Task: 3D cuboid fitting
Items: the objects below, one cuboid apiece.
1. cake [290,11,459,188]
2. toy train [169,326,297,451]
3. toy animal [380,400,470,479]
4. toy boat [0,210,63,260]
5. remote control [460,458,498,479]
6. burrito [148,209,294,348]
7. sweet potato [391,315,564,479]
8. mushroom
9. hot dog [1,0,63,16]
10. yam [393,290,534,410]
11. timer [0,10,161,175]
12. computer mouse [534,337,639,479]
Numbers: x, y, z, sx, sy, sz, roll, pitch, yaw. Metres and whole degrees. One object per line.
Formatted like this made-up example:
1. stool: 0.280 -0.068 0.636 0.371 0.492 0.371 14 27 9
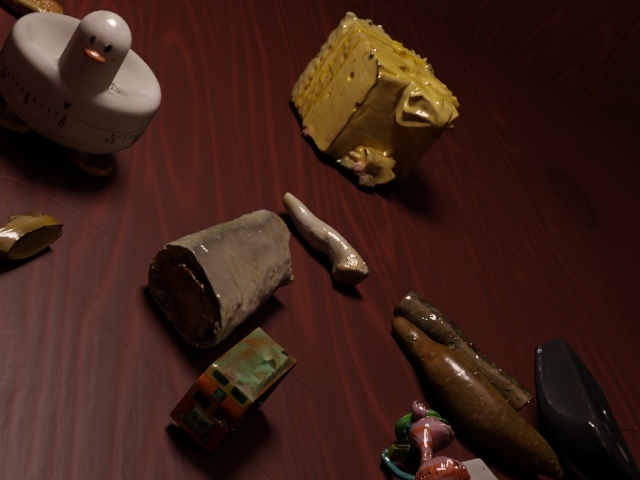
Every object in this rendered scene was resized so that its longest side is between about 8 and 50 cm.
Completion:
1. cake: 0.112 -0.249 2.283 0.222 0.227 0.286 20 29 -32
2. toy train: -0.099 0.170 1.422 0.072 0.099 0.188 38 26 7
3. toy animal: 0.134 0.297 1.532 0.103 0.100 0.208 -11 39 -3
4. toy boat: -0.367 -0.006 1.457 0.049 0.047 0.149 26 20 13
5. remote control: 0.240 0.369 1.584 0.087 0.029 0.190 1 42 -51
6. burrito: -0.130 0.041 1.610 0.143 0.105 0.299 42 23 5
7. sweet potato: 0.213 0.228 1.756 0.346 0.079 0.108 45 -2 23
8. mushroom: 0.000 -0.003 1.916 0.054 0.059 0.202 -30 60 -23
9. hot dog: -0.522 -0.423 1.998 0.215 0.047 0.066 38 39 3
10. yam: 0.221 0.179 1.868 0.253 0.061 0.061 42 25 11
11. timer: -0.329 -0.238 1.684 0.233 0.240 0.233 28 26 -15
12. computer mouse: 0.393 0.283 1.833 0.170 0.100 0.269 53 15 -28
